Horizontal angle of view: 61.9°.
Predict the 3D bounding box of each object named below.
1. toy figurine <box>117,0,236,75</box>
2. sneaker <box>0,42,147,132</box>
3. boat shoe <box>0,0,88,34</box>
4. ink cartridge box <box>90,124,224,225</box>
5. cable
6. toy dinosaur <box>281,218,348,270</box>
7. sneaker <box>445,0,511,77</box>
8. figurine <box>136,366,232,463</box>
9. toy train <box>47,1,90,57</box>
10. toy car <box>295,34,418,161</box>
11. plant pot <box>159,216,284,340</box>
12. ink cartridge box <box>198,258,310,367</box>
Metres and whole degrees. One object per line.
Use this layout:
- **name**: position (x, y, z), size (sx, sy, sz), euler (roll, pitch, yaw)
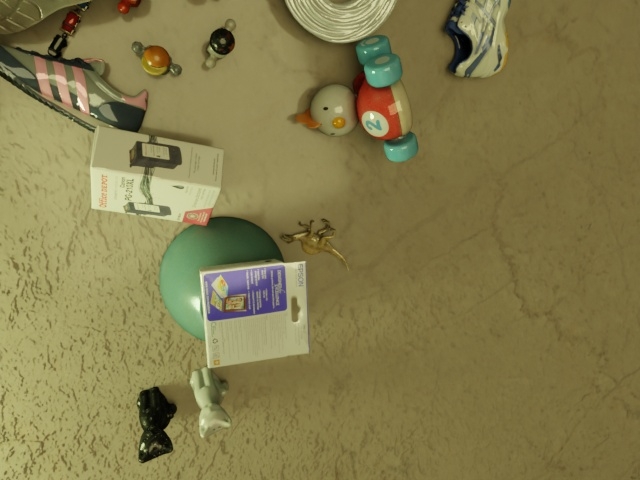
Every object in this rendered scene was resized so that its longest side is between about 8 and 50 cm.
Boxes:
- **toy figurine**: position (-0.271, -0.430, 1.023), size (0.213, 0.148, 0.209), euler (-16, 108, -12)
- **sneaker**: position (-0.488, -0.312, 1.023), size (0.319, 0.112, 0.131), euler (31, 85, -28)
- **boat shoe**: position (-0.509, -0.450, 0.929), size (0.325, 0.116, 0.123), euler (-12, 136, 1)
- **ink cartridge box**: position (-0.328, -0.123, 1.067), size (0.238, 0.172, 0.100), euler (8, 63, -19)
- **cable**: position (0.042, -0.544, 1.099), size (0.258, 0.089, 0.256), euler (7, 113, -15)
- **toy dinosaur**: position (0.000, 0.000, 1.279), size (0.183, 0.053, 0.092), euler (22, 113, -13)
- **sneaker**: position (0.347, -0.517, 1.200), size (0.131, 0.112, 0.296), euler (-11, 106, -13)
- **figurine**: position (-0.305, 0.394, 1.200), size (0.215, 0.209, 0.092), euler (-20, 109, -11)
- **toy train**: position (-0.478, -0.421, 1.024), size (0.027, 0.036, 0.158), euler (31, 94, -21)
- **toy car**: position (0.064, -0.277, 1.144), size (0.238, 0.210, 0.219), euler (-17, 129, 7)
- **plant pot**: position (-0.201, 0.108, 1.162), size (0.291, 0.195, 0.289), euler (-4, 105, -15)
- **ink cartridge box**: position (-0.128, 0.142, 1.062), size (0.209, 0.045, 0.206), euler (-5, 106, -14)
